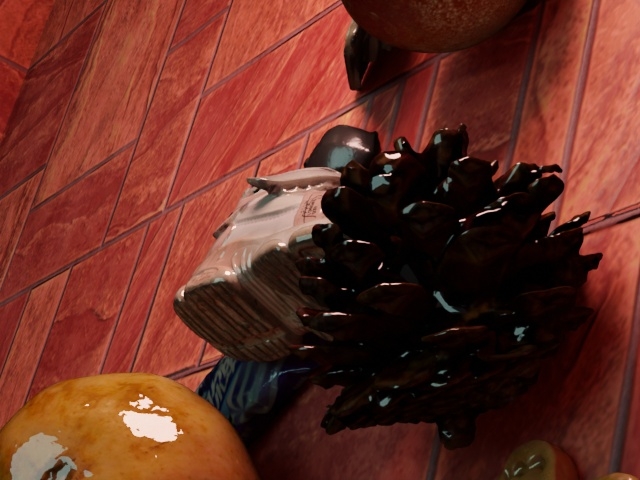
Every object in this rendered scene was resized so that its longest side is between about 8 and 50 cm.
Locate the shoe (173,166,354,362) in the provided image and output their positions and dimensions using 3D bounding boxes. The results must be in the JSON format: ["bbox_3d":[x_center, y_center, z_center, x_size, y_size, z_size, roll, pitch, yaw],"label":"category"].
[{"bbox_3d":[-0.001,-0.002,1.585,0.351,0.172,0.198,-14,41,35],"label":"shoe"}]

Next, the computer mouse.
[{"bbox_3d":[0.013,-0.101,1.824,0.172,0.057,0.099,-16,48,59],"label":"computer mouse"}]

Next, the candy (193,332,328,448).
[{"bbox_3d":[-0.082,0.172,1.728,0.275,0.070,0.145,-50,37,24],"label":"candy"}]

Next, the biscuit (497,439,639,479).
[{"bbox_3d":[0.138,0.299,1.192,0.355,0.052,0.275,-21,47,54],"label":"biscuit"}]

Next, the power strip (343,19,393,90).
[{"bbox_3d":[0.091,-0.295,1.824,0.213,0.065,0.198,73,-141,-82],"label":"power strip"}]

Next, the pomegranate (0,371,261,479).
[{"bbox_3d":[-0.212,0.313,1.590,0.338,0.338,0.338,-44,31,35],"label":"pomegranate"}]

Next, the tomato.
[{"bbox_3d":[0.146,-0.333,1.601,0.270,0.223,0.270,-159,90,-82],"label":"tomato"}]

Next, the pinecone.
[{"bbox_3d":[0.103,0.036,1.292,0.298,0.242,0.295,-22,51,50],"label":"pinecone"}]
